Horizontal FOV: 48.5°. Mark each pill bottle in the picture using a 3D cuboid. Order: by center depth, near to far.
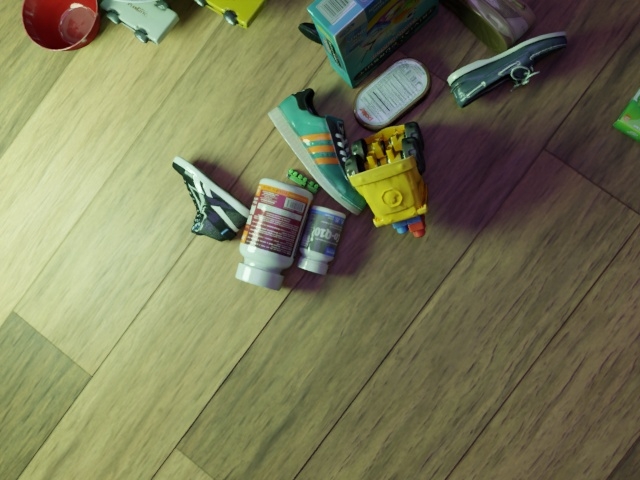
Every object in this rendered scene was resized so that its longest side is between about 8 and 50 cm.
[{"bbox_3d":[-0.102,-0.012,1.515,0.121,0.121,0.221,17,89,9],"label":"pill bottle"},{"bbox_3d":[0.000,0.000,1.521,0.078,0.078,0.137,16,89,9],"label":"pill bottle"}]

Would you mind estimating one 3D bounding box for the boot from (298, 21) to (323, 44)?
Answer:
[{"bbox_3d":[0.024,-0.479,1.567,0.121,0.045,0.099,30,85,16],"label":"boot"}]

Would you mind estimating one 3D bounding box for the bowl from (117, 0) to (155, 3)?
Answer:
[{"bbox_3d":[-0.393,-0.630,1.487,0.312,0.163,0.311,0,92,-12],"label":"bowl"}]

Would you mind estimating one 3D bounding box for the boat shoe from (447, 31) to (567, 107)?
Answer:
[{"bbox_3d":[0.395,-0.355,1.479,0.255,0.095,0.079,-21,82,8],"label":"boat shoe"}]

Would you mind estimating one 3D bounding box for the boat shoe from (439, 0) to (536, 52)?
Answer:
[{"bbox_3d":[0.306,-0.552,1.501,0.110,0.121,0.341,-43,92,-1],"label":"boat shoe"}]

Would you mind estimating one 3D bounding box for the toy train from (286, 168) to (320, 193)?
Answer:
[{"bbox_3d":[-0.039,-0.130,1.567,0.083,0.017,0.023,32,102,9],"label":"toy train"}]

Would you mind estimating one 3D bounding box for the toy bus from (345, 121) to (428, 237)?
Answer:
[{"bbox_3d":[0.162,-0.117,1.469,0.150,0.220,0.211,-18,114,19],"label":"toy bus"}]

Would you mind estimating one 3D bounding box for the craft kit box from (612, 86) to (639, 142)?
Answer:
[{"bbox_3d":[0.774,-0.271,1.439,0.250,0.061,0.246,35,89,9],"label":"craft kit box"}]

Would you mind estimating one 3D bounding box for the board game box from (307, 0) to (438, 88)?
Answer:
[{"bbox_3d":[0.118,-0.454,1.404,0.254,0.336,0.079,-41,81,4],"label":"board game box"}]

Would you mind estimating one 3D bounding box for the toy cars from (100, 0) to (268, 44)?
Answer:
[{"bbox_3d":[-0.300,-0.519,1.600,0.394,0.087,0.176,-7,73,12],"label":"toy cars"}]

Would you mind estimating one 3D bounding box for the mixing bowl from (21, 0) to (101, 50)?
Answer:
[{"bbox_3d":[-0.576,-0.509,1.630,0.182,0.098,0.181,0,87,8],"label":"mixing bowl"}]

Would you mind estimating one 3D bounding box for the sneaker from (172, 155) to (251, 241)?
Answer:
[{"bbox_3d":[-0.268,-0.081,1.565,0.217,0.079,0.121,38,91,8],"label":"sneaker"}]

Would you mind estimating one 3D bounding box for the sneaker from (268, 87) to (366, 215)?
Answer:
[{"bbox_3d":[0.018,-0.196,1.517,0.121,0.108,0.302,-39,80,8],"label":"sneaker"}]

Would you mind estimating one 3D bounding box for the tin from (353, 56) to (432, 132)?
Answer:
[{"bbox_3d":[0.155,-0.317,1.543,0.190,0.040,0.106,-40,78,4],"label":"tin"}]
